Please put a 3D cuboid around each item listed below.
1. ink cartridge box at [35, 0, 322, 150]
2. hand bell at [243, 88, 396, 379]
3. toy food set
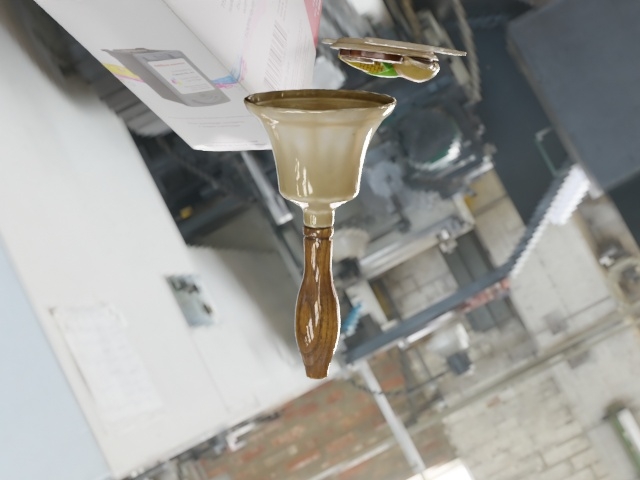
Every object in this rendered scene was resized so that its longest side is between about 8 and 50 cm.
[{"bbox_3d":[-0.110,-0.242,1.108,0.131,0.226,0.306,1,160,23],"label":"ink cartridge box"},{"bbox_3d":[0.000,0.000,1.026,0.126,0.242,0.126,0,-166,0],"label":"hand bell"},{"bbox_3d":[0.076,-0.205,1.385,0.132,0.039,0.192,5,-173,-15],"label":"toy food set"}]
